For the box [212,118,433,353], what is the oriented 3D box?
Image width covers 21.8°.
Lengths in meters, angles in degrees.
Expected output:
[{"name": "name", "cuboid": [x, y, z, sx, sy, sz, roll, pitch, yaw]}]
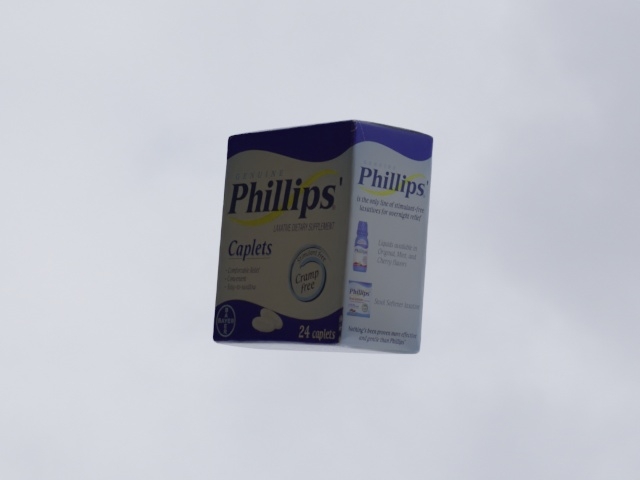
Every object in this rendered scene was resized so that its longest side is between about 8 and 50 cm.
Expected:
[{"name": "box", "cuboid": [0.000, 0.000, 1.034, 0.126, 0.072, 0.137, -3, -99, 49]}]
